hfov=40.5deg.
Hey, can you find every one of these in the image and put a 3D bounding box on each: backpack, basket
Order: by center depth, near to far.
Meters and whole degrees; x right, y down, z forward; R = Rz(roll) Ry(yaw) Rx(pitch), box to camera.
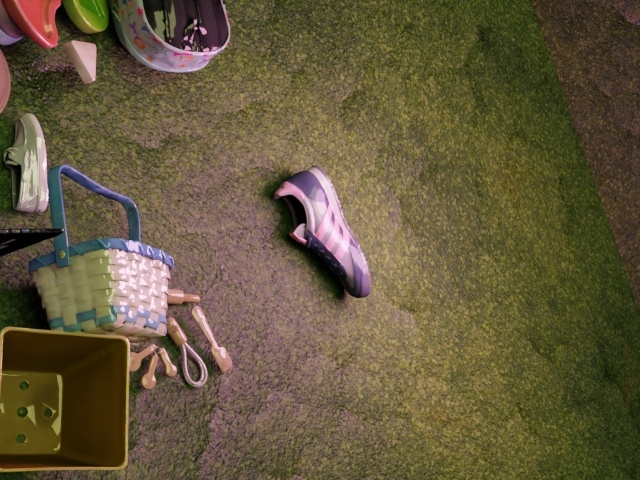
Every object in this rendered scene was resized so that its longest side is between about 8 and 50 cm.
[{"bbox_3d":[-0.380,0.033,1.500,0.255,0.201,0.289,35,47,-64],"label":"basket"},{"bbox_3d":[-0.308,-0.467,1.764,0.225,0.191,0.254,-9,75,-42],"label":"backpack"}]

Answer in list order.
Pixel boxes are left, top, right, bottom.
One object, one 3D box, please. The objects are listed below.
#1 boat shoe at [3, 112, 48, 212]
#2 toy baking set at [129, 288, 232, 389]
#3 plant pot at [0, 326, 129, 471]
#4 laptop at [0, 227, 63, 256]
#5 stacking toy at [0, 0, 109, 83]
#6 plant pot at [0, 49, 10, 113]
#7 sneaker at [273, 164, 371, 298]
[{"bbox_3d":[-0.534,-0.139,1.557,0.063,0.066,0.184,-2,87,-41],"label":"boat shoe"},{"bbox_3d":[-0.289,0.187,1.673,0.256,0.030,0.197,4,76,-39],"label":"toy baking set"},{"bbox_3d":[-0.447,0.268,1.402,0.212,0.187,0.212,10,69,-37],"label":"plant pot"},{"bbox_3d":[-0.576,-0.052,1.336,0.264,0.234,0.137,-1,81,-45],"label":"laptop"},{"bbox_3d":[-0.536,-0.449,1.628,0.279,0.130,0.309,55,28,-50],"label":"stacking toy"},{"bbox_3d":[-0.638,-0.302,1.488,0.237,0.109,0.238,15,67,-37],"label":"plant pot"},{"bbox_3d":[0.000,0.000,1.942,0.131,0.112,0.319,-26,90,-25],"label":"sneaker"}]
